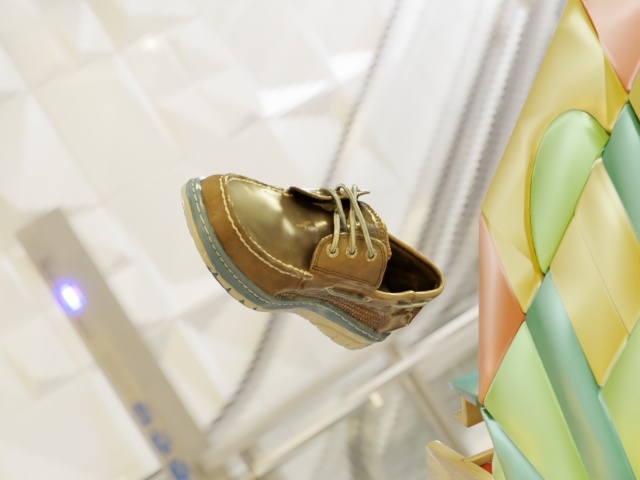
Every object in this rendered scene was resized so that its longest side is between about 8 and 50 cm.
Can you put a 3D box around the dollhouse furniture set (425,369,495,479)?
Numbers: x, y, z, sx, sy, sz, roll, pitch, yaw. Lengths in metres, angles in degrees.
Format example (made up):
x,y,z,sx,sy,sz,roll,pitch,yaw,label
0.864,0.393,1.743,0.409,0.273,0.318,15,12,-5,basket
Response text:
x,y,z,sx,sy,sz,roll,pitch,yaw,label
0.172,0.093,1.192,0.183,0.129,0.129,-19,24,-26,dollhouse furniture set

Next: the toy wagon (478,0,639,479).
x,y,z,sx,sy,sz,roll,pitch,yaw,label
0.134,0.071,0.529,0.068,0.344,0.267,-1,-42,-19,toy wagon

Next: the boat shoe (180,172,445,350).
x,y,z,sx,sy,sz,roll,pitch,yaw,label
0.000,0.000,0.960,0.066,0.066,0.183,-27,-26,22,boat shoe
